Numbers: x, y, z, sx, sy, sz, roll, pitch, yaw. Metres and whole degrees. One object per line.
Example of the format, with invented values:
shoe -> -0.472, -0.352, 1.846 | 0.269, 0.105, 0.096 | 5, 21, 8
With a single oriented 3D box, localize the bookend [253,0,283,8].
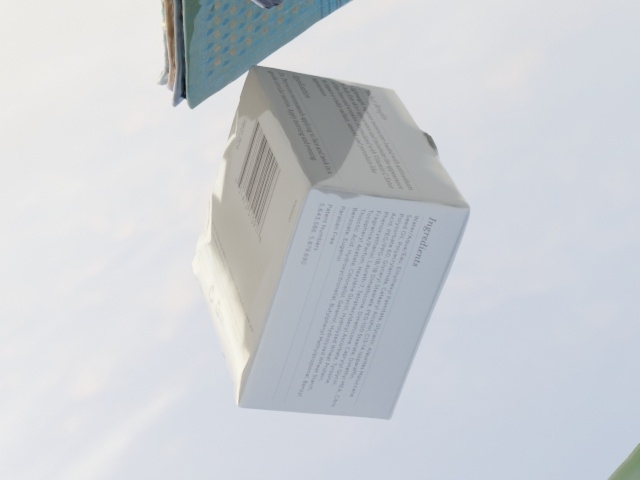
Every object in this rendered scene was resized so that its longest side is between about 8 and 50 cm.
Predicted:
bookend -> 0.040, -0.172, 0.607 | 0.156, 0.072, 0.157 | 14, -96, 33

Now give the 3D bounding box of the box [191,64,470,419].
box -> 0.000, 0.000, 1.050 | 0.119, 0.182, 0.181 | 7, -151, -21

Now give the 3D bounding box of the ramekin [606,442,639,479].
ramekin -> 0.180, 0.159, 0.623 | 0.148, 0.303, 0.303 | 41, -113, 18

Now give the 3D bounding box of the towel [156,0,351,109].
towel -> -0.005, -0.275, 1.018 | 0.271, 0.370, 0.040 | -36, -114, -24
